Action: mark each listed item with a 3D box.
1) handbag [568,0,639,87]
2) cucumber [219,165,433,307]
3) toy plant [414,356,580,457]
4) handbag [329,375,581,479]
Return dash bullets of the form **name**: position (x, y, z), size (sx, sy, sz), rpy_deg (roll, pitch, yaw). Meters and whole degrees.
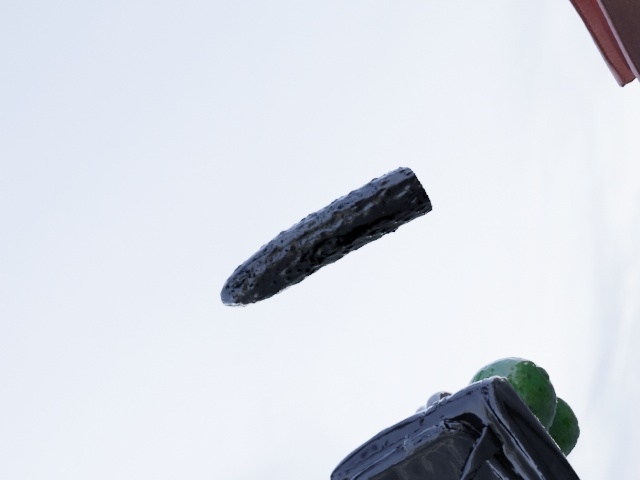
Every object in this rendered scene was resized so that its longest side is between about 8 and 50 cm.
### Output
- **handbag**: position (0.347, -0.267, 1.567), size (0.212, 0.059, 0.157), rpy_deg (-40, -73, -23)
- **cucumber**: position (0.000, 0.000, 2.016), size (0.072, 0.303, 0.081), rpy_deg (61, 180, 29)
- **toy plant**: position (0.200, 0.238, 1.845), size (0.235, 0.175, 0.218), rpy_deg (-41, -32, 15)
- **handbag**: position (0.166, 0.300, 1.633), size (0.275, 0.244, 0.088), rpy_deg (58, -158, -2)
